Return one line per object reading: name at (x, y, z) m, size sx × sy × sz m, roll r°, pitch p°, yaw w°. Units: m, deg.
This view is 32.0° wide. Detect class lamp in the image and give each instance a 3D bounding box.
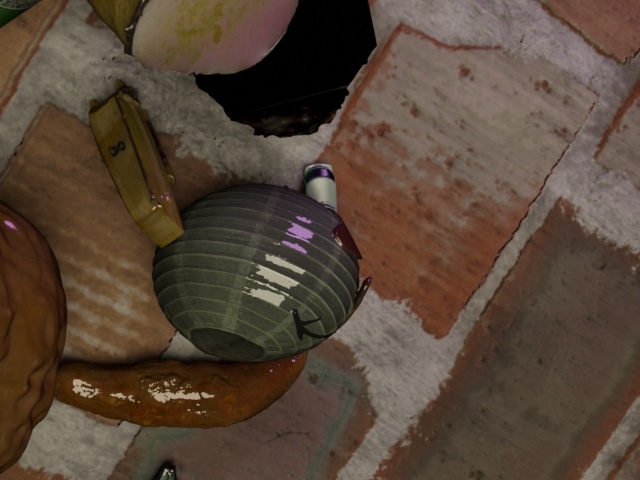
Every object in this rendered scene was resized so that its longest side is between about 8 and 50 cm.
lamp at (-0.075, 0.035, 1.378) m, size 0.233 × 0.265 × 0.233 m, roll 6°, pitch 82°, yaw -49°

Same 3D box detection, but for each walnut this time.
walnut at (-0.476, 0.114, 1.276) m, size 0.354 × 0.308 × 0.398 m, roll 7°, pitch 107°, yaw -55°

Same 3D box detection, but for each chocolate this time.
chocolate at (-0.033, -0.209, 1.391) m, size 0.224 × 0.206 × 0.177 m, roll -13°, pitch 152°, yaw 7°

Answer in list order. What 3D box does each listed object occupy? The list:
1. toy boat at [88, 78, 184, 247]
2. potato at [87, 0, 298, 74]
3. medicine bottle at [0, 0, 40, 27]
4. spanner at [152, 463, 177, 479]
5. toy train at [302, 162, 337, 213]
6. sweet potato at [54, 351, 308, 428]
toy boat at (-0.218, -0.093, 1.351) m, size 0.068 × 0.088 × 0.226 m, roll -33°, pitch 66°, yaw 14°
potato at (-0.182, -0.330, 1.259) m, size 0.229 × 0.229 × 0.266 m, roll -39°, pitch 65°, yaw 1°
medicine bottle at (-0.364, -0.300, 1.210) m, size 0.133 × 0.274 × 0.133 m, roll 18°, pitch 64°, yaw -41°
spanner at (-0.252, 0.459, 1.560) m, size 0.095 × 0.040 × 0.325 m, roll 13°, pitch 103°, yaw -16°
toy train at (0.000, 0.000, 1.484) m, size 0.043 × 0.047 × 0.207 m, roll -4°, pitch 107°, yaw -10°
sweet potato at (-0.179, 0.201, 1.473) m, size 0.354 × 0.095 × 0.106 m, roll -3°, pitch 65°, yaw -15°
